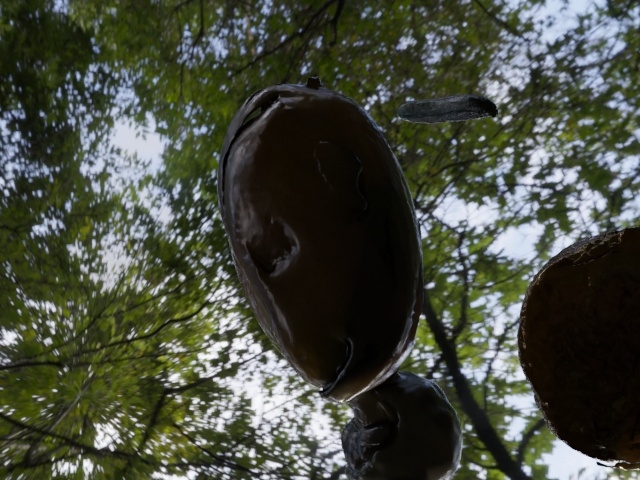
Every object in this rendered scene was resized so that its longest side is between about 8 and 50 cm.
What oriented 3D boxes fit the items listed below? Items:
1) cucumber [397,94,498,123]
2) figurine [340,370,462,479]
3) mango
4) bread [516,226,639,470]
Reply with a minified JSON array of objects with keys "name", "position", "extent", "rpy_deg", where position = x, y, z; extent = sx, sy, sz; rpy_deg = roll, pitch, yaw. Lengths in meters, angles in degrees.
[{"name":"cucumber","position":[0.156,-0.164,1.004],"extent":[0.036,0.184,0.033],"rpy_deg":[-19,-76,-29]},{"name":"figurine","position":[0.117,0.254,1.315],"extent":[0.203,0.248,0.380],"rpy_deg":[-12,-88,0]},{"name":"mango","position":[0.000,0.000,0.719],"extent":[0.153,0.201,0.287],"rpy_deg":[-6,-93,-54]},{"name":"bread","position":[0.479,0.160,1.255],"extent":[0.337,0.204,0.358],"rpy_deg":[-22,-86,8]}]
